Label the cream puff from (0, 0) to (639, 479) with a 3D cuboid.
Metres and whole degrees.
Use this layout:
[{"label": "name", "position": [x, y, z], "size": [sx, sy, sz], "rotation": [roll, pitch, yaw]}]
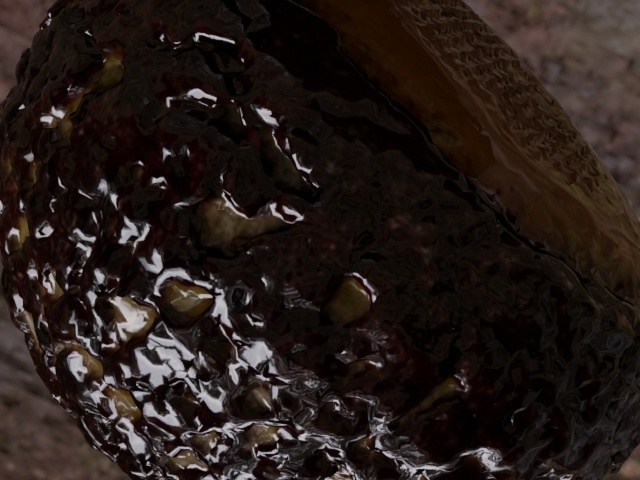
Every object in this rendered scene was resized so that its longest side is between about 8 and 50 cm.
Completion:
[{"label": "cream puff", "position": [0.000, 0.000, 0.566], "size": [0.239, 0.165, 0.239], "rotation": [39, -160, -17]}]
